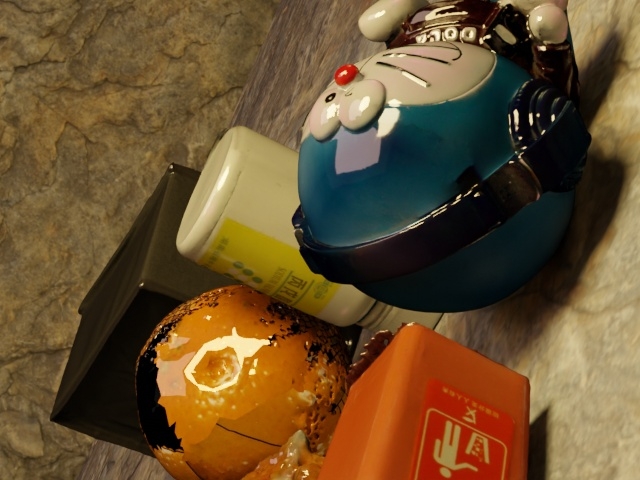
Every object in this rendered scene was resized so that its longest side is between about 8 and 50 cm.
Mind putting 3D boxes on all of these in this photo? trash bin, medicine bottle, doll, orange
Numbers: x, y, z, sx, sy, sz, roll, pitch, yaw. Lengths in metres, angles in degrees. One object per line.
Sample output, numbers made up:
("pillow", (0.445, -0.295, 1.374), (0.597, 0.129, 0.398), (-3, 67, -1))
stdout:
("trash bin", (0.060, 0.198, 1.107), (0.184, 0.161, 0.238), (-54, 14, 43))
("medicine bottle", (0.000, 0.000, 1.511), (0.143, 0.258, 0.143), (-60, 14, 26))
("doll", (0.107, -0.078, 1.302), (0.284, 0.240, 0.310), (-20, 23, 35))
("orange", (-0.079, 0.156, 1.598), (0.182, 0.234, 0.234), (71, -141, -69))

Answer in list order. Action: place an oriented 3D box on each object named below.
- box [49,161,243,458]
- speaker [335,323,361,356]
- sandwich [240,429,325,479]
("box", (-0.156, 0.112, 1.937), (0.345, 0.251, 0.204), (-53, 21, 45))
("speaker", (-0.001, 0.161, 1.710), (0.046, 0.040, 0.191), (-45, 24, 61))
("sandwich", (-0.053, 0.298, 1.365), (0.250, 0.162, 0.301), (121, 169, -46))
